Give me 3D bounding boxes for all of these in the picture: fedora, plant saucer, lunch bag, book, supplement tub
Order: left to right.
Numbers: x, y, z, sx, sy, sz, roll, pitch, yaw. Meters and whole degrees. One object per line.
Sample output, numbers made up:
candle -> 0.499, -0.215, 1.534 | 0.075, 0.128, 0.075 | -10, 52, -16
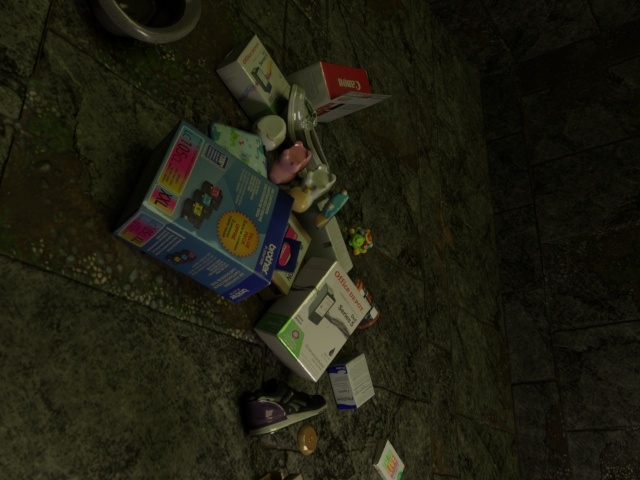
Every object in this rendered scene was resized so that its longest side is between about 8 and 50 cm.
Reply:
fedora -> -0.423, -0.560, 1.415 | 0.275, 0.124, 0.244 | -48, 116, -44
lunch bag -> -0.231, -0.205, 1.607 | 0.219, 0.090, 0.176 | 13, 69, -54
plant saucer -> -0.032, 0.546, 1.675 | 0.083, 0.015, 0.084 | 28, 55, -50
supplement tub -> 0.104, 0.182, 1.950 | 0.198, 0.106, 0.106 | 56, 37, -28
book -> 0.220, 0.729, 1.981 | 0.144, 0.035, 0.096 | 58, 39, -27

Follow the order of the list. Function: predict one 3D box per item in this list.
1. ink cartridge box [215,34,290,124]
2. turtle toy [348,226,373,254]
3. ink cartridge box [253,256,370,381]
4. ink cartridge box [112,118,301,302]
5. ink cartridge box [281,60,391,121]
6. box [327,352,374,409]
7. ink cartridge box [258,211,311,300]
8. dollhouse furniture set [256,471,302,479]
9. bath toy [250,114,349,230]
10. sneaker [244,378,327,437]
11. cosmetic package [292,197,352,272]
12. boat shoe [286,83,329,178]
ink cartridge box -> -0.187, -0.460, 1.774 | 0.212, 0.093, 0.154 | 53, 39, -29
turtle toy -> 0.139, -0.002, 2.116 | 0.130, 0.066, 0.095 | -13, 88, -58
ink cartridge box -> -0.017, 0.208, 1.656 | 0.273, 0.114, 0.198 | -50, 121, -26
ink cartridge box -> -0.227, -0.045, 1.400 | 0.395, 0.151, 0.270 | 35, 48, -27
ink cartridge box -> 0.038, -0.480, 1.963 | 0.309, 0.271, 0.130 | -18, 93, -59
box -> 0.094, 0.430, 1.864 | 0.126, 0.072, 0.137 | -14, 88, -58
ink cartridge box -> -0.135, 0.013, 1.665 | 0.193, 0.088, 0.235 | 54, 37, -28
dollhouse furniture set -> -0.039, 0.636, 1.308 | 0.303, 0.355, 0.174 | -13, 89, -59
bath toy -> -0.079, -0.195, 1.733 | 0.151, 0.129, 0.348 | -37, 84, -24
sneaker -> -0.082, 0.409, 1.576 | 0.283, 0.107, 0.124 | 2, 70, -57
cosmetic package -> 0.000, 0.000, 1.854 | 0.085, 0.117, 0.231 | -37, 108, -58
boat shoe -> -0.039, -0.323, 1.829 | 0.118, 0.103, 0.321 | -87, 172, -47
